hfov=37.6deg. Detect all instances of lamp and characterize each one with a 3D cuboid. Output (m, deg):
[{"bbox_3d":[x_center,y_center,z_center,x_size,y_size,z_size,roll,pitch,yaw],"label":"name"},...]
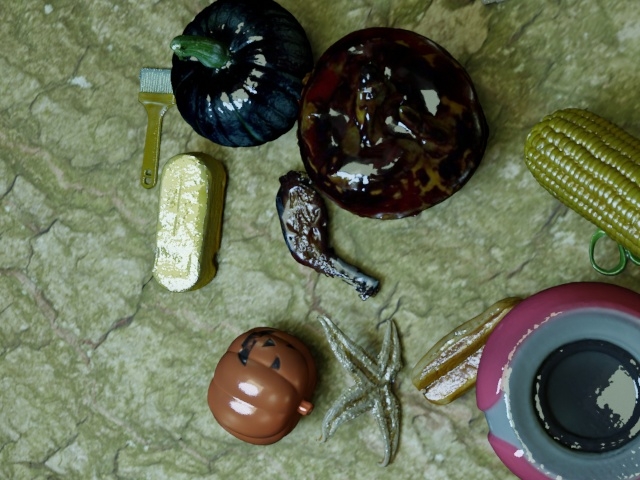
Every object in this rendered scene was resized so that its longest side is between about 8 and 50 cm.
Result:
[{"bbox_3d":[-0.084,0.237,1.513,0.164,0.188,0.187,24,102,16],"label":"lamp"}]

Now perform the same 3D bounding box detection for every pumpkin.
[{"bbox_3d":[-0.141,-0.272,1.481,0.248,0.248,0.247,1,93,25],"label":"pumpkin"}]

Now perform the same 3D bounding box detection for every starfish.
[{"bbox_3d":[0.063,0.242,1.490,0.138,0.050,0.247,1,90,-10],"label":"starfish"}]

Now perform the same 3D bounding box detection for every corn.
[{"bbox_3d":[0.404,-0.058,1.217,0.131,0.131,0.344,-57,43,16],"label":"corn"}]

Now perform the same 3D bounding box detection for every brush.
[{"bbox_3d":[-0.298,-0.199,1.686,0.083,0.010,0.218,9,97,24],"label":"brush"}]

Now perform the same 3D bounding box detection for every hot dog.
[{"bbox_3d":[0.241,0.163,1.425,0.236,0.062,0.092,-36,93,16],"label":"hot dog"}]

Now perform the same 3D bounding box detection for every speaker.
[{"bbox_3d":[0.354,0.194,1.261,0.294,0.294,0.294,1,93,25],"label":"speaker"}]

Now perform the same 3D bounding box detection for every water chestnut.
[{"bbox_3d":[0.091,-0.174,1.366,0.300,0.300,0.299,1,93,25],"label":"water chestnut"}]

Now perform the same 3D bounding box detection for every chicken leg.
[{"bbox_3d":[0.000,0.000,1.538,0.106,0.051,0.253,-37,80,16],"label":"chicken leg"}]

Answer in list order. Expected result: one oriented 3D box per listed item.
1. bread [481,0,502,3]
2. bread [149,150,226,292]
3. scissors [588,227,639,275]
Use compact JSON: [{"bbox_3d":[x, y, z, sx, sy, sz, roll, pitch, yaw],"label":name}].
[{"bbox_3d":[0.259,-0.447,1.411,0.077,0.105,0.152,-11,119,24],"label":"bread"},{"bbox_3d":[-0.224,-0.032,1.616,0.102,0.094,0.245,7,96,15],"label":"bread"},{"bbox_3d":[0.413,-0.055,1.342,0.101,0.027,0.204,-18,77,15],"label":"scissors"}]
